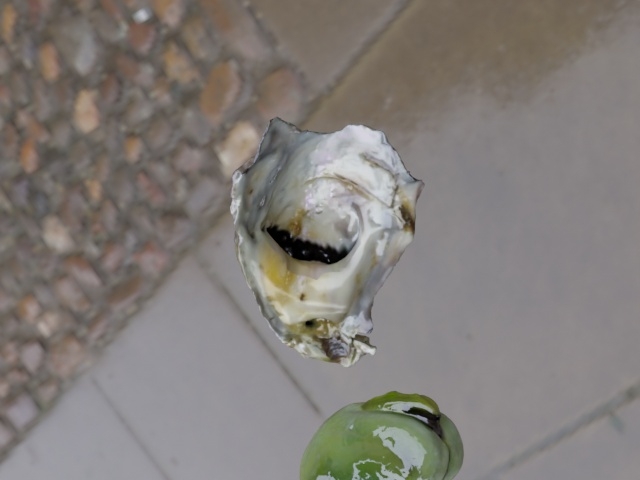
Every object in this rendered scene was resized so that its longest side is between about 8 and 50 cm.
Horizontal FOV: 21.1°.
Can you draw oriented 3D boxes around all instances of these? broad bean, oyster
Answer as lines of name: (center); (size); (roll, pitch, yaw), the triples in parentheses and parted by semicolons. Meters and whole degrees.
broad bean: (0.063, 0.261, 1.966); (0.169, 0.100, 0.228); (45, 115, 23)
oyster: (-0.001, -0.007, 1.833); (0.275, 0.100, 0.271); (34, 115, -23)
